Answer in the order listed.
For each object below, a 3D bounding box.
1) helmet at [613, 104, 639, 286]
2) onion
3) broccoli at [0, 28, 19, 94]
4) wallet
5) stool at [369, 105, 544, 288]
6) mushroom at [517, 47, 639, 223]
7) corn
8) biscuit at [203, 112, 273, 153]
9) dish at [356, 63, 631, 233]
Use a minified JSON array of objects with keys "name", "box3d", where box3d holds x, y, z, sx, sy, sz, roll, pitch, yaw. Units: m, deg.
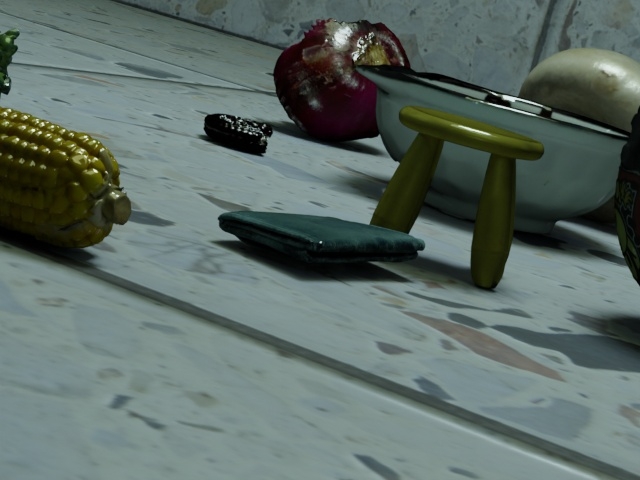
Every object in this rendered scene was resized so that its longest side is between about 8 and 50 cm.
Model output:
[{"name":"helmet","box3d":[0.326,0.009,1.057,0.279,0.160,0.230,27,5,-10]},{"name":"onion","box3d":[0.020,-0.173,1.816,0.173,0.135,0.198,-10,-19,-28]},{"name":"broccoli","box3d":[-0.287,-0.143,1.016,0.154,0.160,0.167,-14,25,-5]},{"name":"wallet","box3d":[0.000,0.000,1.001,0.088,0.026,0.129,17,10,37]},{"name":"stool","box3d":[0.100,-0.035,1.107,0.134,0.110,0.135,9,10,-37]},{"name":"mushroom","box3d":[0.299,-0.113,1.644,0.206,0.206,0.209,19,17,26]},{"name":"corn","box3d":[-0.199,-0.048,0.854,0.207,0.068,0.068,19,10,20]},{"name":"biscuit","box3d":[-0.078,-0.109,1.518,0.089,0.027,0.087,22,13,40]},{"name":"dish","box3d":[0.168,-0.083,1.464,0.303,0.120,0.303,14,9,-2]}]
